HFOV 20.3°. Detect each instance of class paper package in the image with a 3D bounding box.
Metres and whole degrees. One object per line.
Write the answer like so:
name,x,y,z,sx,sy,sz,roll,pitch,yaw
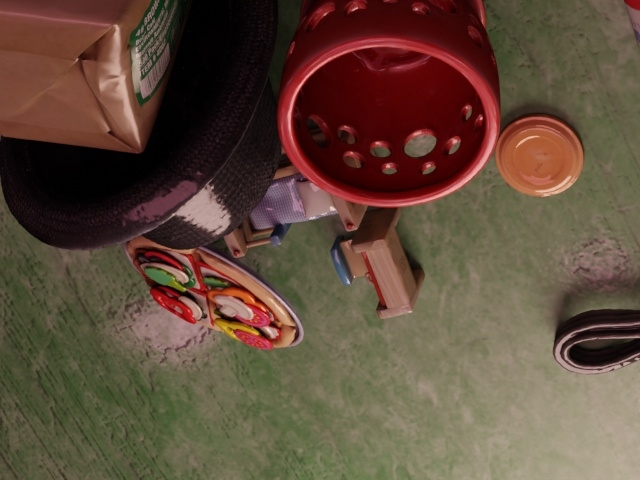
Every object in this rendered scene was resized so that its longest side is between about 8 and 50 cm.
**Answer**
paper package,-0.255,-0.263,1.501,0.309,0.325,0.168,8,146,10

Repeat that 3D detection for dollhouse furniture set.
dollhouse furniture set,0.000,0.000,1.702,0.129,0.129,0.184,-14,113,21

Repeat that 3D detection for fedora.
fedora,-0.134,-0.110,1.609,0.334,0.334,0.152,-21,138,24

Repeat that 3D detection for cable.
cable,0.360,0.059,1.702,0.139,0.072,0.287,36,135,-26

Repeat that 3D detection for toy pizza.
toy pizza,-0.110,0.056,1.754,0.201,0.032,0.201,25,158,11

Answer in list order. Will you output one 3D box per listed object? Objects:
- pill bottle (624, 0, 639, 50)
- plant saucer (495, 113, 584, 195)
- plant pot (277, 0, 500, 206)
pill bottle,0.342,-0.252,1.419,0.229,0.229,0.408,-14,113,21
plant saucer,0.205,-0.079,1.674,0.083,0.013,0.083,7,120,12
plant pot,0.061,-0.151,1.565,0.191,0.174,0.191,2,131,2
